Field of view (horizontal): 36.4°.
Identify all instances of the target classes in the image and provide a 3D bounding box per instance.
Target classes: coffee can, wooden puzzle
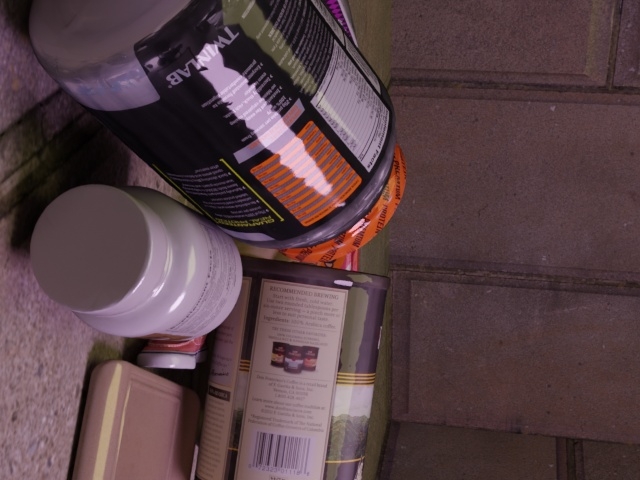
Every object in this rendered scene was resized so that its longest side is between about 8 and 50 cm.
[{"bbox_3d":[-0.035,0.166,1.150,0.201,0.202,0.275,22,76,-79],"label":"coffee can"},{"bbox_3d":[-0.197,0.247,1.004,0.238,0.044,0.221,49,46,-69],"label":"wooden puzzle"}]

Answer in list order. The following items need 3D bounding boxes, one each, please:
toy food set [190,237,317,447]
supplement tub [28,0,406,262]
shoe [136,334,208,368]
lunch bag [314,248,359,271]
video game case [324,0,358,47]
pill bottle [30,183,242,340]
[{"bbox_3d":[-0.065,0.134,1.309,0.220,0.092,0.306,6,87,-58],"label":"toy food set"},{"bbox_3d":[-0.066,-0.128,0.843,0.338,0.207,0.207,46,45,-48],"label":"supplement tub"},{"bbox_3d":[-0.160,0.098,1.082,0.178,0.063,0.081,25,68,-84],"label":"shoe"},{"bbox_3d":[-0.015,0.015,1.614,0.258,0.120,0.293,161,-67,-80],"label":"lunch bag"},{"bbox_3d":[-0.004,-0.369,1.243,0.232,0.042,0.210,25,51,-81],"label":"video game case"},{"bbox_3d":[-0.158,0.021,0.861,0.229,0.131,0.131,38,57,-77],"label":"pill bottle"}]
